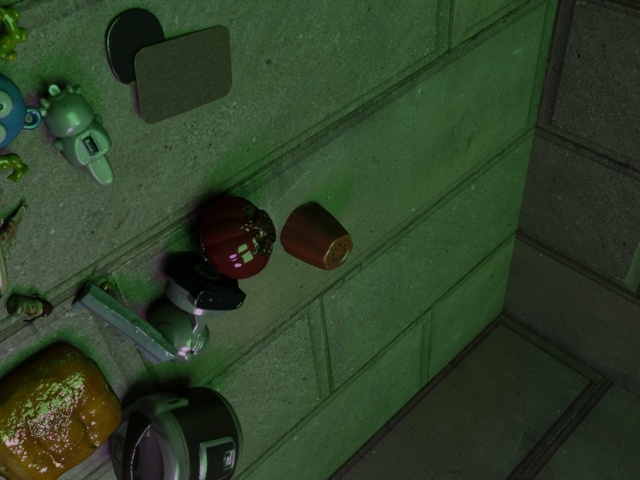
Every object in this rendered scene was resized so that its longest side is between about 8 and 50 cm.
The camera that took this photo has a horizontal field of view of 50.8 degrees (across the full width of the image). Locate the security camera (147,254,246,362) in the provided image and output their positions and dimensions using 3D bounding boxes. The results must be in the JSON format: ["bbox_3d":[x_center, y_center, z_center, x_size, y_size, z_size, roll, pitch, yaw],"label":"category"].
[{"bbox_3d":[-0.356,0.195,1.811,0.197,0.191,0.277,8,114,-50],"label":"security camera"}]

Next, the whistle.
[{"bbox_3d":[-0.487,-0.213,1.371,0.102,0.105,0.253,-19,133,1],"label":"whistle"}]

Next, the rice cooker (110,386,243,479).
[{"bbox_3d":[-0.424,0.600,1.959,0.325,0.335,0.335,-2,120,-50],"label":"rice cooker"}]

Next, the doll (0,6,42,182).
[{"bbox_3d":[-0.637,-0.245,1.155,0.341,0.099,0.345,0,114,-52],"label":"doll"}]

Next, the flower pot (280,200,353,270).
[{"bbox_3d":[0.000,0.000,2.107,0.191,0.173,0.190,-34,143,-30],"label":"flower pot"}]

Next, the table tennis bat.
[{"bbox_3d":[-0.380,-0.372,1.440,0.138,0.022,0.246,-35,141,-28],"label":"table tennis bat"}]

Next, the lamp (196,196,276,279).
[{"bbox_3d":[-0.216,-0.009,1.782,0.227,0.227,0.226,-32,140,-31],"label":"lamp"}]

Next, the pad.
[{"bbox_3d":[-0.303,-0.377,1.525,0.266,0.002,0.176,-32,137,-38],"label":"pad"}]

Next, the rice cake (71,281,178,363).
[{"bbox_3d":[-0.484,0.212,1.679,0.081,0.051,0.290,-37,115,22],"label":"rice cake"}]

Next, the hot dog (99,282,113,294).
[{"bbox_3d":[-0.547,0.141,1.674,0.083,0.021,0.037,-54,146,-4],"label":"hot dog"}]

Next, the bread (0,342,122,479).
[{"bbox_3d":[-0.669,0.445,1.669,0.337,0.148,0.327,-37,142,-27],"label":"bread"}]

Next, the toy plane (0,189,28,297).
[{"bbox_3d":[-0.666,0.022,1.344,0.229,0.093,0.244,-58,171,-53],"label":"toy plane"}]

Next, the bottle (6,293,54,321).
[{"bbox_3d":[-0.652,0.151,1.527,0.063,0.047,0.101,-52,149,12],"label":"bottle"}]
